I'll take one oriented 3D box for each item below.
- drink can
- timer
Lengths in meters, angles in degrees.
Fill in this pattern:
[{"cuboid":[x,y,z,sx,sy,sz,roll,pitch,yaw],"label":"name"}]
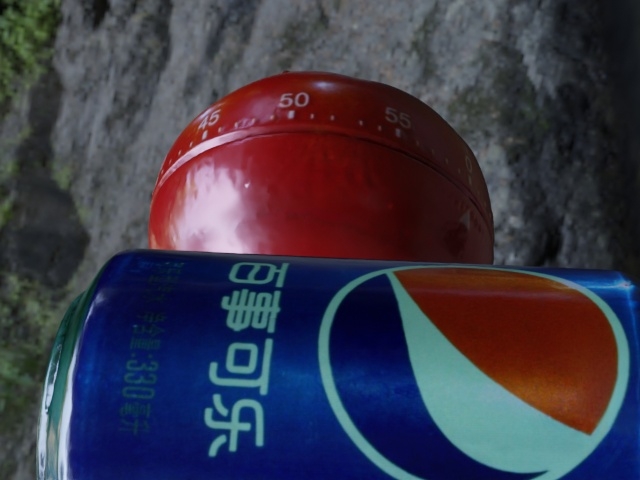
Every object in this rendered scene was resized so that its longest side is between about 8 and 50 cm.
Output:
[{"cuboid":[0.022,0.063,0.357,0.118,0.205,0.118,3,-90,-86],"label":"drink can"},{"cuboid":[0.000,0.000,1.231,0.378,0.378,0.279,113,169,-53],"label":"timer"}]
